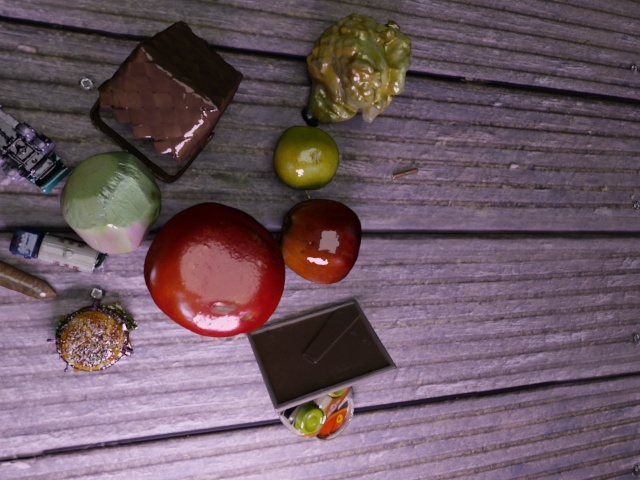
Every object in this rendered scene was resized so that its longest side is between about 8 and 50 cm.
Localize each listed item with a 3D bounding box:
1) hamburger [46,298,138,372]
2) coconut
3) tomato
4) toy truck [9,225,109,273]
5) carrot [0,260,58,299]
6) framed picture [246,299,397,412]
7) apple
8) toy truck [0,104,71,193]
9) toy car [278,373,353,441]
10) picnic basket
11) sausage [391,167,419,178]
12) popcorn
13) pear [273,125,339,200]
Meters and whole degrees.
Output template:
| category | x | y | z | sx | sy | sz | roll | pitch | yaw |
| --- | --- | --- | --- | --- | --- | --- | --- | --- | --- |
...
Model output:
| category | x | y | z | sx | sy | sz | roll | pitch | yaw |
| --- | --- | --- | --- | --- | --- | --- | --- | --- | --- |
| hamburger | -0.529 | 0.230 | 1.165 | 0.189 | 0.093 | 0.164 | -27 | 100 | -20 |
| coconut | -0.467 | -0.079 | 1.128 | 0.204 | 0.236 | 0.236 | -19 | 98 | -1 |
| tomato | -0.242 | 0.067 | 1.177 | 0.324 | 0.293 | 0.290 | 28 | 93 | -10 |
| toy truck | -0.600 | 0.028 | 1.139 | 0.201 | 0.088 | 0.074 | 18 | 86 | -20 |
| carrot | -0.754 | 0.053 | 1.095 | 0.342 | 0.070 | 0.070 | 27 | 81 | -20 |
| framed picture | -0.003 | 0.292 | 1.310 | 0.334 | 0.247 | 0.022 | -14 | 137 | -20 |
| apple | 0.001 | -0.002 | 1.301 | 0.233 | 0.234 | 0.234 | 0 | 91 | -21 |
| toy truck | -0.679 | -0.217 | 1.088 | 0.253 | 0.124 | 0.114 | 44 | 76 | -14 |
| toy car | 0.012 | 0.450 | 1.366 | 0.234 | 0.145 | 0.236 | -11 | 110 | -34 |
| picnic basket | -0.361 | -0.305 | 1.140 | 0.254 | 0.291 | 0.321 | 40 | 121 | -18 |
| sausage | 0.257 | -0.203 | 1.497 | 0.100 | 0.015 | 0.015 | -17 | 96 | -20 |
| popcorn | 0.107 | -0.454 | 1.318 | 0.237 | 0.292 | 0.293 | -29 | 101 | -36 |
| pear | -0.041 | -0.196 | 1.320 | 0.180 | 0.166 | 0.217 | -10 | 116 | -33 |
